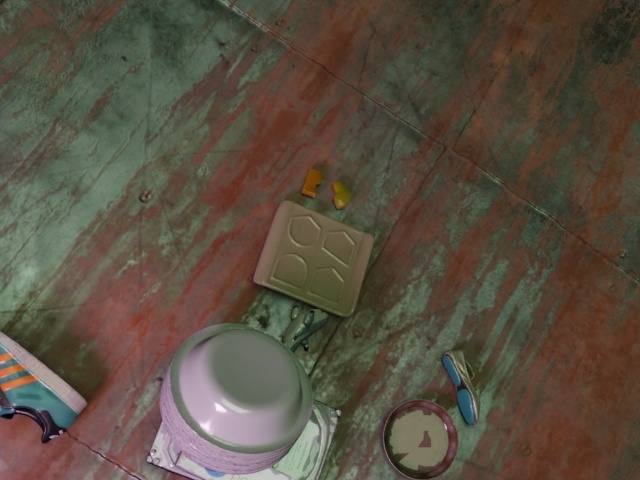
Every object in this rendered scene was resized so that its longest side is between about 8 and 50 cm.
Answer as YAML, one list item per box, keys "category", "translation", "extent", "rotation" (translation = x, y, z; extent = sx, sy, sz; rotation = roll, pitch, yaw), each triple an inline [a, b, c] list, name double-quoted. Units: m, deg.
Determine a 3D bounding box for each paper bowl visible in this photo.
- category: "paper bowl"
  translation: [-0.151, 0.283, 1.611]
  extent: [0.284, 0.148, 0.284]
  rotation: [14, 45, -15]

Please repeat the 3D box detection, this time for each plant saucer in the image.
- category: "plant saucer"
  translation: [0.210, 0.423, 1.810]
  extent: [0.168, 0.029, 0.169]
  rotation: [3, 74, -12]

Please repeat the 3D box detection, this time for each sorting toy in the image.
- category: "sorting toy"
  translation: [0.000, 0.000, 1.883]
  extent: [0.229, 0.041, 0.307]
  rotation: [21, 64, -6]

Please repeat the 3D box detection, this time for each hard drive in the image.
- category: "hard drive"
  translation: [-0.151, 0.395, 1.719]
  extent: [0.338, 0.064, 0.237]
  rotation: [23, 70, -4]

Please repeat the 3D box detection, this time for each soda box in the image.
- category: "soda box"
  translation: [-0.167, 0.443, 1.630]
  extent: [0.216, 0.069, 0.074]
  rotation: [26, 70, -3]

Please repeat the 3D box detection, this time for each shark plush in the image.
- category: "shark plush"
  translation: [-0.040, 0.210, 1.804]
  extent: [0.067, 0.073, 0.161]
  rotation: [43, 60, -31]

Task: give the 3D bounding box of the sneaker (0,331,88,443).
- category: "sneaker"
  translation: [-0.601, 0.267, 1.630]
  extent: [0.302, 0.108, 0.121]
  rotation: [38, 65, -1]

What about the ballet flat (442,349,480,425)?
- category: "ballet flat"
  translation: [0.320, 0.316, 1.853]
  extent: [0.052, 0.057, 0.168]
  rotation: [-14, 78, -26]
